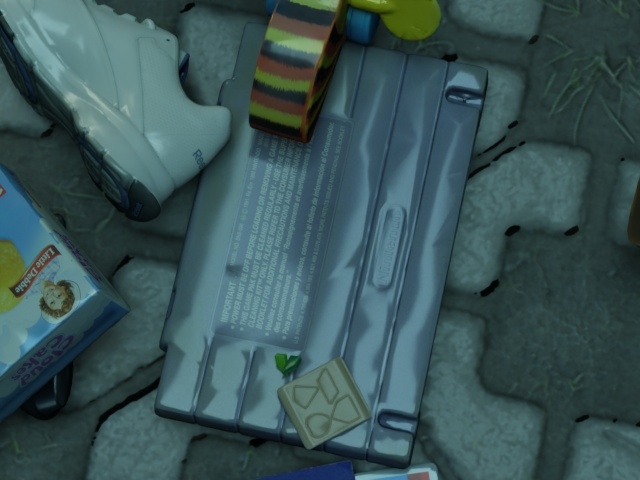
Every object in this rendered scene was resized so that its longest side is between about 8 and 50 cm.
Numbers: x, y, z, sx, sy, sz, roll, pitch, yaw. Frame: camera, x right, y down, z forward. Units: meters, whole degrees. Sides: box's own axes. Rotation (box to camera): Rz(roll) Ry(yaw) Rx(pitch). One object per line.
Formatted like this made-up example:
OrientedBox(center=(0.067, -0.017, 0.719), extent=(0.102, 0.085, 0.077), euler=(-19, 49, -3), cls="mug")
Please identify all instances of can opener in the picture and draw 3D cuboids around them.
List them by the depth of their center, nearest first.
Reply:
OrientedBox(center=(-0.235, 0.064, 1.634), extent=(0.073, 0.059, 0.186), euler=(-12, 66, 26), cls="can opener")

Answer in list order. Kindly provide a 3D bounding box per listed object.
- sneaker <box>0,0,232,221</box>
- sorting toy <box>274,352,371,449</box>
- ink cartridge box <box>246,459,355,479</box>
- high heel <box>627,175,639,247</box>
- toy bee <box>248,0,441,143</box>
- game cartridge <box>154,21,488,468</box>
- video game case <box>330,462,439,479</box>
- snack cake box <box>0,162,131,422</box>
OrientedBox(center=(-0.191, -0.150, 1.647), extent=(0.129, 0.111, 0.297), euler=(-34, 71, -16), cls="sneaker")
OrientedBox(center=(-0.003, 0.122, 1.564), extent=(0.062, 0.012, 0.083), euler=(-28, 80, -1), cls="sorting toy")
OrientedBox(center=(-0.061, 0.349, 1.465), extent=(0.324, 0.071, 0.330), euler=(-8, 77, -29), cls="ink cartridge box")
OrientedBox(center=(0.388, -0.106, 1.651), extent=(0.181, 0.127, 0.377), euler=(35, 71, -27), cls="high heel")
OrientedBox(center=(-0.001, -0.243, 1.596), extent=(0.195, 0.162, 0.298), euler=(-3, 63, -1), cls="toy bee")
OrientedBox(center=(0.000, 0.000, 1.632), extent=(0.230, 0.068, 0.355), euler=(11, 76, 8), cls="game cartridge")
OrientedBox(center=(-0.029, 0.306, 1.590), extent=(0.285, 0.025, 0.204), euler=(-8, 78, 0), cls="video game case")
OrientedBox(center=(-0.308, 0.080, 1.553), extent=(0.264, 0.089, 0.152), euler=(-41, 72, 1), cls="snack cake box")
